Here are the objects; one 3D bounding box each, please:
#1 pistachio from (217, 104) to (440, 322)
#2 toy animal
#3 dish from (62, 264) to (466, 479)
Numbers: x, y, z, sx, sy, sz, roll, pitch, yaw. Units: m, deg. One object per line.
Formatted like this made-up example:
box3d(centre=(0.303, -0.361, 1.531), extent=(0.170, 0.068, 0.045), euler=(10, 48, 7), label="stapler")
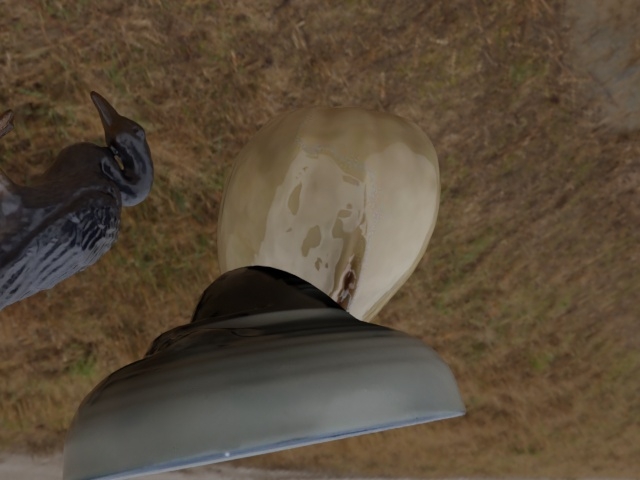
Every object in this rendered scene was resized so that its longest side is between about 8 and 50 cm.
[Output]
box3d(centre=(0.000, 0.000, 0.810), extent=(0.194, 0.213, 0.318), euler=(6, 135, -12), label="pistachio")
box3d(centre=(-0.292, -0.036, 0.874), extent=(0.122, 0.298, 0.185), euler=(-13, 132, 42), label="toy animal")
box3d(centre=(-0.047, 0.084, 0.602), extent=(0.274, 0.133, 0.273), euler=(-11, 166, -3), label="dish")
